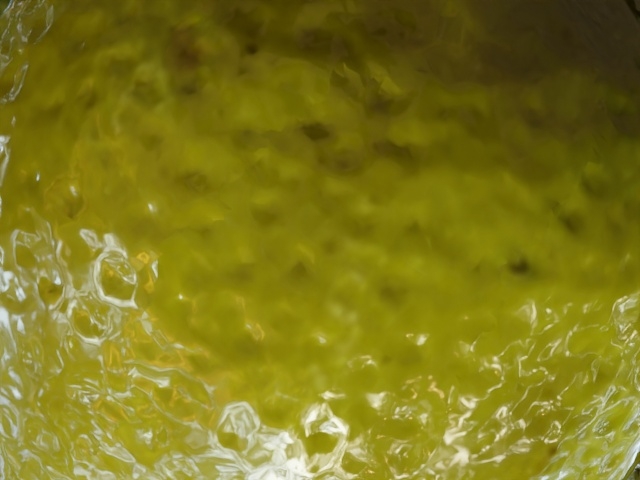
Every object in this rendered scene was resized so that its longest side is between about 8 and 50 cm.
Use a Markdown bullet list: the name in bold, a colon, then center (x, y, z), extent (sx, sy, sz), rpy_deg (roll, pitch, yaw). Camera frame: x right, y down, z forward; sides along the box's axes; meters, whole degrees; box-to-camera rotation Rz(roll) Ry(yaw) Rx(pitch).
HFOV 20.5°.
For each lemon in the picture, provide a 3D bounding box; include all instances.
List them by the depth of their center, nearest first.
- **lemon**: center (0.000, 0.002, 0.713), extent (0.336, 0.336, 0.336), rpy_deg (16, -140, -14)

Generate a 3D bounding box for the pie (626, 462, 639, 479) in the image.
- **pie**: center (0.137, 0.100, 0.951), extent (0.288, 0.354, 0.103), rpy_deg (16, -167, 18)
